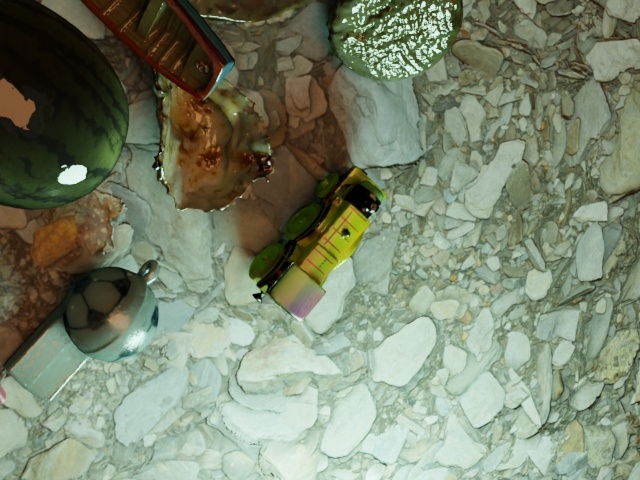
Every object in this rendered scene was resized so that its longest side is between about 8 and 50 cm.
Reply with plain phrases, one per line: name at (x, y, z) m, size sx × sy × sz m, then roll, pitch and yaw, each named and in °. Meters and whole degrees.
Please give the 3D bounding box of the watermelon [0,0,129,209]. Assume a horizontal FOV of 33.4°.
watermelon at (-0.435, -0.196, 1.456) m, size 0.359 × 0.279 × 0.279 m, roll 37°, pitch 86°, yaw -30°

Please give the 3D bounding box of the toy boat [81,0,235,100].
toy boat at (-0.281, -0.362, 1.518) m, size 0.392 × 0.136 × 0.079 m, roll 44°, pitch 50°, yaw 1°

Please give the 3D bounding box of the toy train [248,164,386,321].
toy train at (0.000, 0.000, 1.841) m, size 0.100 × 0.160 × 0.296 m, roll 42°, pitch 83°, yaw -26°

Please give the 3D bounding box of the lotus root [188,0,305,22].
lotus root at (-0.146, -0.517, 1.611) m, size 0.390 × 0.111 × 0.375 m, roll 47°, pitch 68°, yaw -28°

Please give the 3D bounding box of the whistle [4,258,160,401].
whistle at (-0.354, 0.142, 1.685) m, size 0.290 × 0.163 × 0.163 m, roll -49°, pitch 123°, yaw -8°

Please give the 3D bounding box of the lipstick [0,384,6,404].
lipstick at (-0.546, 0.162, 1.643) m, size 0.053 × 0.053 × 0.234 m, roll -33°, pitch 121°, yaw -17°

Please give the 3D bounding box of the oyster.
oyster at (-0.213, -0.205, 1.667) m, size 0.197 × 0.133 × 0.337 m, roll -35°, pitch 114°, yaw -20°

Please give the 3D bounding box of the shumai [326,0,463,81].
shumai at (0.127, -0.417, 1.812) m, size 0.222 × 0.204 × 0.272 m, roll 29°, pitch 125°, yaw -31°
